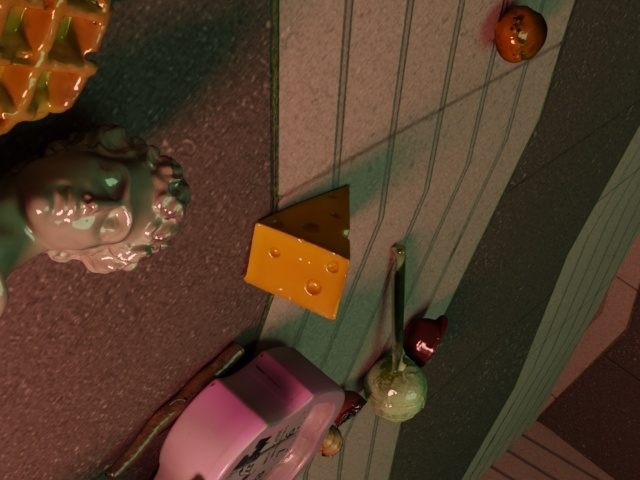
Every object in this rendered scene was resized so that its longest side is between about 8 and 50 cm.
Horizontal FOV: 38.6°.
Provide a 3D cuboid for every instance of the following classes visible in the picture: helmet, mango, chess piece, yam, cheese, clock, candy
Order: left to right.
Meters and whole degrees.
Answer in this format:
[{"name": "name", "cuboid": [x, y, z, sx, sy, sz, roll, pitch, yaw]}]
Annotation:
[{"name": "yam", "cuboid": [-0.185, 0.214, 1.164, 0.234, 0.027, 0.029, -45, -165, -20]}, {"name": "clock", "cuboid": [-0.117, 0.302, 1.282, 0.338, 0.102, 0.338, -42, 158, -22]}, {"name": "chess piece", "cuboid": [-0.008, 0.337, 1.601, 0.060, 0.060, 0.172, -50, 153, -6]}, {"name": "cheese", "cuboid": [0.000, 0.000, 1.149, 0.171, 0.126, 0.093, -49, 157, -56]}, {"name": "helmet", "cuboid": [0.040, 0.297, 1.636, 0.084, 0.049, 0.065, -24, 155, -50]}, {"name": "candy", "cuboid": [0.137, 0.166, 1.588, 0.119, 0.119, 0.440, -37, 145, -30]}, {"name": "helmet", "cuboid": [0.187, 0.179, 1.724, 0.111, 0.057, 0.089, -60, -170, 4]}, {"name": "mango", "cuboid": [0.275, -0.283, 1.259, 0.127, 0.063, 0.077, -7, 125, -64]}]

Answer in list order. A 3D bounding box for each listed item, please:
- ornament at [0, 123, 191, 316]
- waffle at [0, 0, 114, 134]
[{"name": "ornament", "cuboid": [-0.237, -0.009, 0.686, 0.285, 0.130, 0.120, -19, 124, -37]}, {"name": "waffle", "cuboid": [-0.200, -0.192, 0.562, 0.283, 0.065, 0.309, -43, 155, -19]}]
